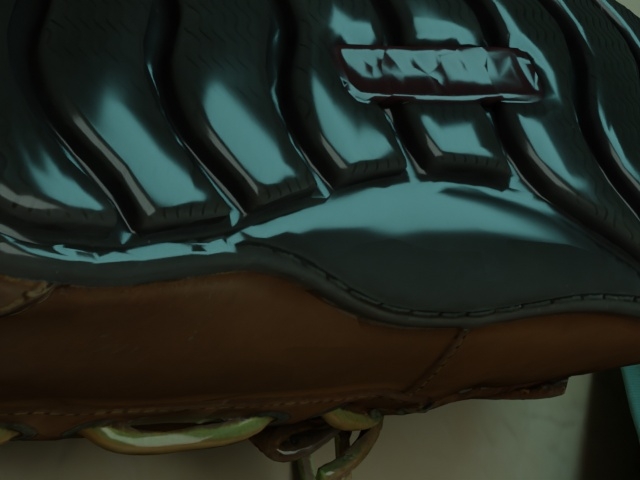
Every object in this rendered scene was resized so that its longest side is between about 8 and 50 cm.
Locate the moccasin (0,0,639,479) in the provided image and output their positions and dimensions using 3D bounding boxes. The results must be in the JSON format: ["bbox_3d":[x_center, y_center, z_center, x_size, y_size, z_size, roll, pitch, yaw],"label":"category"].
[{"bbox_3d":[0.001,0.003,0.548,0.380,0.147,0.139,-9,68,-47],"label":"moccasin"}]

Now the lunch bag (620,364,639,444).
[{"bbox_3d":[0.236,0.129,0.690,0.223,0.160,0.262,42,23,-32],"label":"lunch bag"}]
